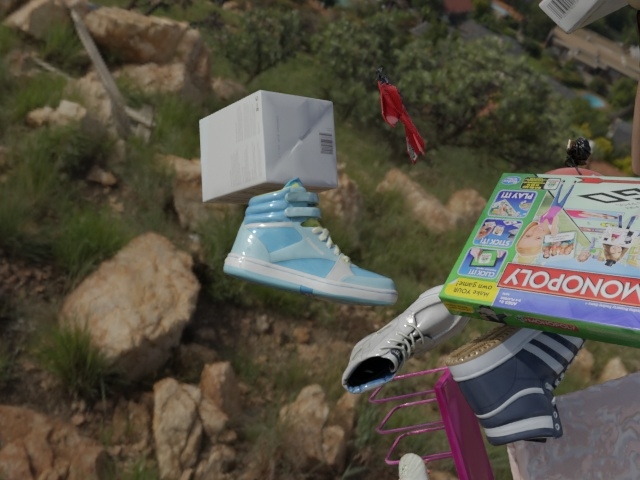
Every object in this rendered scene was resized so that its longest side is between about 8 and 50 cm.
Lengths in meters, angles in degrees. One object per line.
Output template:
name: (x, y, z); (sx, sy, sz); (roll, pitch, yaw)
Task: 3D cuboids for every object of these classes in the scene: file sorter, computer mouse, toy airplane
file sorter: (0.241, 0.441, 1.757); (0.202, 0.182, 0.290); (-20, 94, -69)
computer mouse: (0.416, -0.063, 1.173); (0.193, 0.042, 0.106); (67, 7, 19)
toy airplane: (0.113, -0.173, 1.128); (0.151, 0.028, 0.151); (57, 19, -32)

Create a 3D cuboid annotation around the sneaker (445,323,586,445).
sneaker: (0.309, 0.173, 1.094); (0.282, 0.099, 0.153); (-23, 88, -26)

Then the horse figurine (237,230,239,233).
horse figurine: (-0.118, -0.010, 2.071); (0.175, 0.066, 0.263); (-1, 0, -14)

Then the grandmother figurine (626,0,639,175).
grandmother figurine: (0.410, -0.211, 0.962); (0.104, 0.342, 0.207); (-13, 38, 16)

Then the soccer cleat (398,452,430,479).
soccer cleat: (0.178, 0.470, 1.571); (0.076, 0.068, 0.196); (12, 11, -13)

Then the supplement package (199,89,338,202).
supplement package: (-0.121, -0.197, 1.812); (0.198, 0.263, 0.199); (1, 82, -38)

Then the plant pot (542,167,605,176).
plant pot: (0.474, 0.020, 1.600); (0.275, 0.275, 0.243); (34, 36, 15)

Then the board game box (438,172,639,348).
board game box: (0.322, 0.016, 0.971); (0.317, 0.046, 0.213); (7, 56, 45)

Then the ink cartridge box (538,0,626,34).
ink cartridge box: (0.445, -0.399, 1.148); (0.069, 0.176, 0.371); (49, 37, 9)

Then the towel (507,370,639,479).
towel: (0.448, 0.366, 1.200); (0.332, 0.316, 0.053); (-13, 3, -17)

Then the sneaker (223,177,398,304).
sneaker: (0.000, 0.000, 1.458); (0.319, 0.208, 0.127); (13, -9, -3)

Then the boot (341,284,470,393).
boot: (0.147, 0.177, 1.358); (0.095, 0.258, 0.123); (48, 28, -5)
